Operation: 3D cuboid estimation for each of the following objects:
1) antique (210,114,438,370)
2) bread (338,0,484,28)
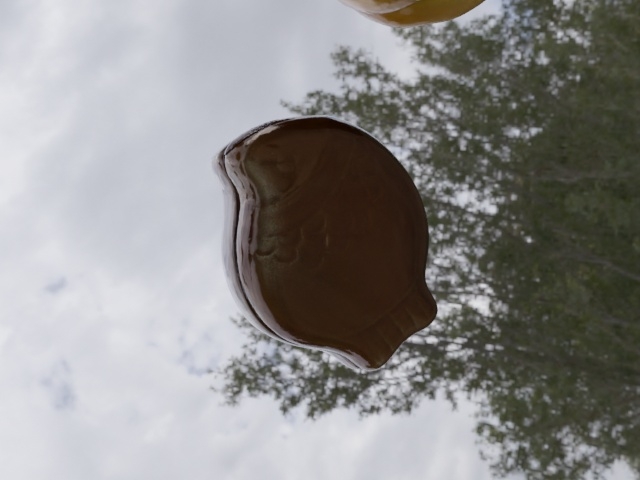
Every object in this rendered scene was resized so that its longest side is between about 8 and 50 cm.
[{"bbox_3d":[0.000,0.000,0.802,0.223,0.129,0.278,-43,-77,-18],"label":"antique"},{"bbox_3d":[0.106,-0.363,0.766,0.270,0.316,0.211,31,-159,-28],"label":"bread"}]
